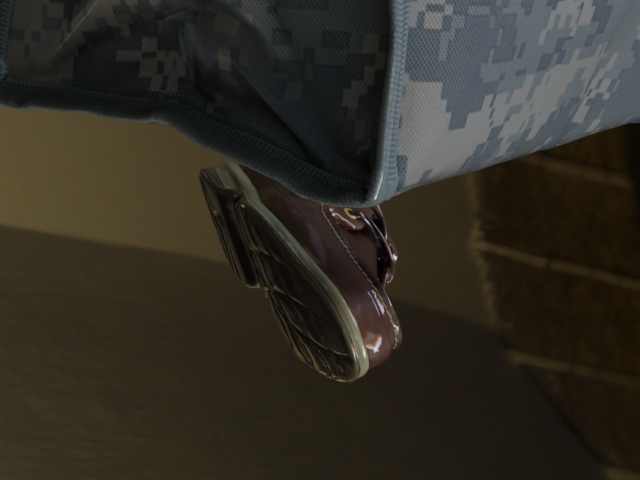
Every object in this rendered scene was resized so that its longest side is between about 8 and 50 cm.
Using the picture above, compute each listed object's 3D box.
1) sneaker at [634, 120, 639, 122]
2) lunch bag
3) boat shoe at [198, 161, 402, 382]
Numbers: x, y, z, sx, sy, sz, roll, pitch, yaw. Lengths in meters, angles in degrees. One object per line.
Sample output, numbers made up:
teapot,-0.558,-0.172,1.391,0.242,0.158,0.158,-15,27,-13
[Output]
sneaker,0.252,-0.146,1.434,0.135,0.058,0.052,-52,-154,-11
lunch bag,0.029,-0.176,0.609,0.169,0.235,0.287,18,-72,27
boat shoe,0.000,0.000,0.798,0.178,0.060,0.064,-132,-157,-65
